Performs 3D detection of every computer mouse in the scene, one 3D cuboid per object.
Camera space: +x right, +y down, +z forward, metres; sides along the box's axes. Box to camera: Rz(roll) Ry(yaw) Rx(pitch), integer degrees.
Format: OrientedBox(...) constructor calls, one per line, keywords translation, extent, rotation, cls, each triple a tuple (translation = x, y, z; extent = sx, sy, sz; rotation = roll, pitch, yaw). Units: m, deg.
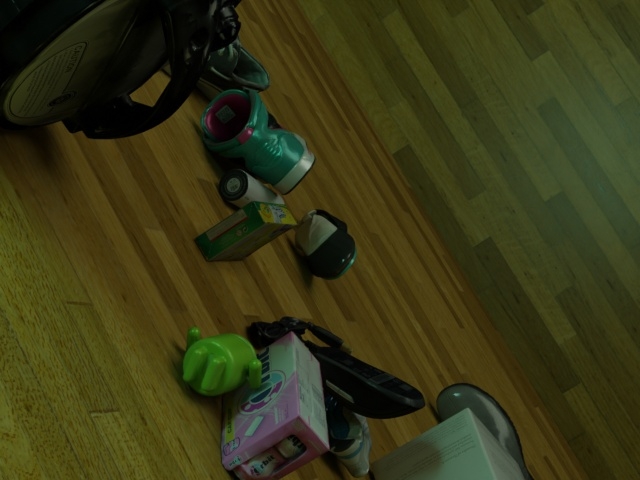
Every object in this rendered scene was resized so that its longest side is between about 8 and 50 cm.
OrientedBox(translation=(0.029, 0.185, 1.778), extent=(0.262, 0.060, 0.184), rotation=(25, 8, 13), cls="computer mouse")

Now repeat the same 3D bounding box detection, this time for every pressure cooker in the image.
OrientedBox(translation=(-0.266, -0.318, 1.357), extent=(0.420, 0.375, 0.370), rotation=(57, 10, 4), cls="pressure cooker")

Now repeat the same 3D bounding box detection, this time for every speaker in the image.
OrientedBox(translation=(-0.109, -0.070, 2.053), extent=(0.055, 0.055, 0.136), rotation=(63, 14, 24), cls="speaker")

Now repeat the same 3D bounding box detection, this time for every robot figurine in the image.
OrientedBox(translation=(-0.116, 0.143, 1.470), extent=(0.101, 0.067, 0.115), rotation=(23, 9, 18), cls="robot figurine")

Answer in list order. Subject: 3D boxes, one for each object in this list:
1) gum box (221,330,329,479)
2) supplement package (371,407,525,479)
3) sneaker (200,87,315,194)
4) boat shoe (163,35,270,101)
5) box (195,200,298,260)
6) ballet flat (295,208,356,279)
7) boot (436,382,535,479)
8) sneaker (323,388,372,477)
OrientedBox(translation=(-0.054, 0.201, 1.475), extent=(0.062, 0.107, 0.188), rotation=(51, 14, -24), cls="gum box")
OrientedBox(translation=(0.213, 0.421, 1.776), extent=(0.177, 0.175, 0.293), rotation=(49, 15, -36), cls="supplement package")
OrientedBox(translation=(-0.121, -0.176, 2.142), extent=(0.178, 0.124, 0.295), rotation=(41, -1, -16), cls="sneaker")
OrientedBox(translation=(-0.193, -0.335, 2.198), extent=(0.335, 0.119, 0.121), rotation=(29, 45, -64), cls="boat shoe")
OrientedBox(translation=(-0.101, -0.013, 1.832), extent=(0.043, 0.105, 0.179), rotation=(60, 12, 10), cls="box")
OrientedBox(translation=(0.000, 0.000, 2.238), extent=(0.096, 0.095, 0.280), rotation=(45, 4, -9), cls="ballet flat")
OrientedBox(translation=(0.304, 0.411, 2.306), extent=(0.338, 0.118, 0.223), rotation=(55, 17, 14), cls="boot")
OrientedBox(translation=(0.038, 0.264, 1.791), extent=(0.190, 0.071, 0.083), rotation=(-90, 157, -61), cls="sneaker")
